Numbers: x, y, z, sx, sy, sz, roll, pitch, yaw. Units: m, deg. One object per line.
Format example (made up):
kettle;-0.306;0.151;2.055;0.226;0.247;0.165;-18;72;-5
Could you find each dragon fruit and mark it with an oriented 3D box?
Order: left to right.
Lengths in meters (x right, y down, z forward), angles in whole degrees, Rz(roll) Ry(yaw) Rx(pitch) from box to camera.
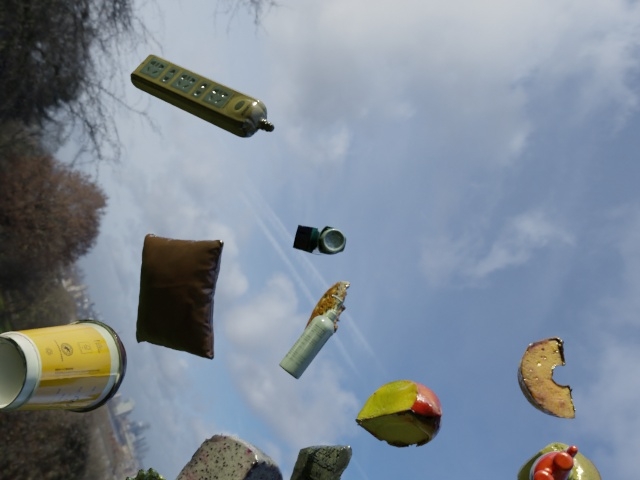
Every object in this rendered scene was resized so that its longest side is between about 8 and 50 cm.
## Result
dragon fruit;-0.252;0.689;1.541;0.221;0.283;0.204;25;-22;44

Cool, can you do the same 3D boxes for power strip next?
power strip;-0.270;-0.332;1.292;0.387;0.092;0.066;27;-25;16

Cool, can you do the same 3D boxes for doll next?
doll;0.493;0.495;1.196;0.076;0.142;0.245;48;-2;32

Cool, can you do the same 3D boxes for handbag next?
handbag;-0.016;0.558;1.193;0.270;0.088;0.175;-66;-167;-17

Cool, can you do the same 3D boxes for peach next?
peach;0.251;0.473;1.550;0.159;0.154;0.267;43;-44;-15

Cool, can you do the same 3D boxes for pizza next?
pizza;0.030;0.316;2.239;0.336;0.086;0.226;-58;-157;10

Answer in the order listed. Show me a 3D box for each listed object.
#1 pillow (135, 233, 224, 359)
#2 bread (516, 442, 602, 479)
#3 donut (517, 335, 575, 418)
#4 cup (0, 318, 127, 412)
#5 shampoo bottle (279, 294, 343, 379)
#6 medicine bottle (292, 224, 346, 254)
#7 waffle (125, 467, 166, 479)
pillow;-0.377;0.142;1.469;0.305;0.108;0.308;5;-91;37
bread;0.739;0.770;1.733;0.148;0.270;0.270;41;-20;-13
donut;0.684;0.423;1.739;0.101;0.152;0.259;106;-11;-62
cup;-0.529;0.251;1.105;0.196;0.196;0.279;66;11;15
shampoo bottle;-0.010;0.208;1.216;0.056;0.195;0.056;38;-10;8
medicine bottle;0.000;0.000;1.583;0.258;0.124;0.079;176;-71;-79
waffle;-0.435;0.636;1.343;0.036;0.169;0.184;28;-32;54
